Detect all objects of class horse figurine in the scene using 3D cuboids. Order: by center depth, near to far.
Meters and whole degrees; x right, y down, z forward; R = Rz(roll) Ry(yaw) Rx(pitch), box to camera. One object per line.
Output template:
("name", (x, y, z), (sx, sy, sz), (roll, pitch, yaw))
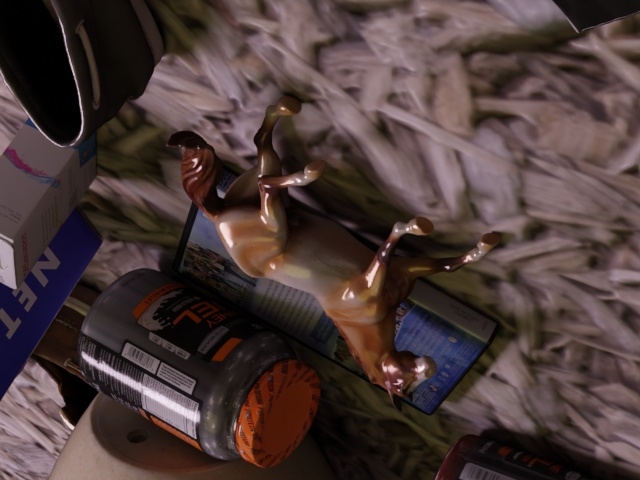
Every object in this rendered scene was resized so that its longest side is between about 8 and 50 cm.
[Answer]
("horse figurine", (0.000, 0.000, 1.251), (0.263, 0.066, 0.174), (32, 140, -8))

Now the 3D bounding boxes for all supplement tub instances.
("supplement tub", (0.192, 0.237, 1.438), (0.198, 0.106, 0.106), (18, 151, 22))
("supplement tub", (-0.101, 0.109, 1.470), (0.190, 0.117, 0.117), (26, 154, 28))

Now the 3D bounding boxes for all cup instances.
("cup", (-0.117, 0.248, 1.586), (0.331, 0.331, 0.237), (17, 128, 24))

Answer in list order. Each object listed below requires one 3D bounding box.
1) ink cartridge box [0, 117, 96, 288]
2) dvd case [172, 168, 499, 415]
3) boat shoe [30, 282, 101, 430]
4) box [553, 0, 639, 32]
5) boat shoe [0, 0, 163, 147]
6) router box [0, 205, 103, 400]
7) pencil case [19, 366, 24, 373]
("ink cartridge box", (-0.228, -0.035, 1.369), (0.052, 0.122, 0.088), (26, 153, 7))
("dvd case", (0.005, 0.044, 1.387), (0.253, 0.022, 0.180), (29, 154, 1))
("boat shoe", (-0.219, 0.146, 1.700), (0.095, 0.095, 0.257), (13, 148, 31))
("box", (0.149, -0.230, 0.719), (0.257, 0.079, 0.322), (40, 151, -23))
("boat shoe", (-0.199, -0.192, 1.105), (0.112, 0.095, 0.335), (11, 148, 32))
("router box", (-0.395, 0.084, 1.509), (0.301, 0.335, 0.082), (8, 145, 35))
("pencil case", (-0.346, 0.115, 1.675), (0.104, 0.104, 0.236), (31, -175, -1))
